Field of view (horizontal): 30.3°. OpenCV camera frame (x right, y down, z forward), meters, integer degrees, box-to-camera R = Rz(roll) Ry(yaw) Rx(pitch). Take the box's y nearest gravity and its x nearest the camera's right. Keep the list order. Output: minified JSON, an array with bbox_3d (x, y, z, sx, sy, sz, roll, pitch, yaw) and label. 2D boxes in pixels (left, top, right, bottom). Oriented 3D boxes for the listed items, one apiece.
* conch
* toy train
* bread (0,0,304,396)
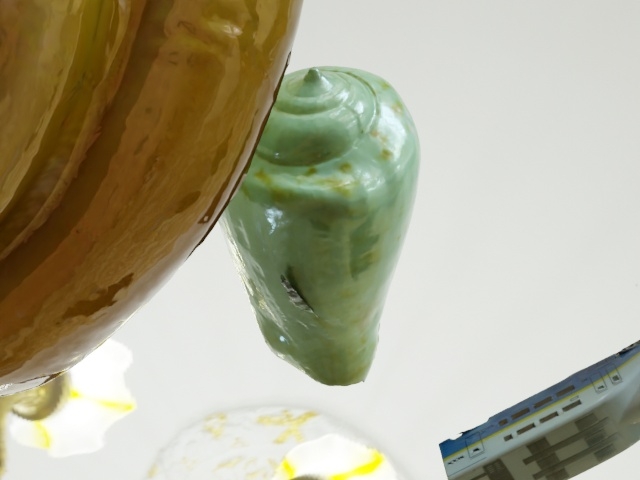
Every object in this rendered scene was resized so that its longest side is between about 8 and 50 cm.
[{"bbox_3d":[-0.012,-0.014,0.850,0.143,0.251,0.137,4,-132,-10],"label":"conch"},{"bbox_3d":[0.196,0.116,0.814,0.234,0.051,0.052,-29,-67,11],"label":"toy train"},{"bbox_3d":[-0.200,-0.112,0.698,0.424,0.245,0.329,-50,-144,21],"label":"bread"}]
